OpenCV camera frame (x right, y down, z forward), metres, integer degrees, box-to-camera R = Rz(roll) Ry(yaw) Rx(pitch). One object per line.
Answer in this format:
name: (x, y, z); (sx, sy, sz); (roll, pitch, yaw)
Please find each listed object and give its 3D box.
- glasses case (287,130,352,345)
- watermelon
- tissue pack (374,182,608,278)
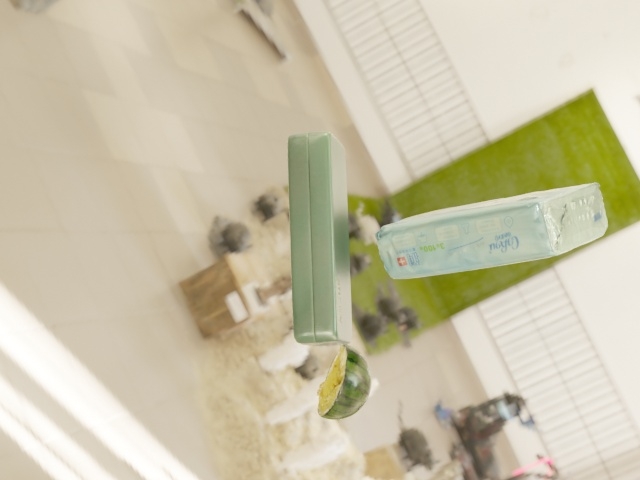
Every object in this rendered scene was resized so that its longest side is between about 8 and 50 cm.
glasses case: (0.000, 0.000, 0.961); (0.078, 0.039, 0.184); (34, 54, -76)
watermelon: (0.037, 0.197, 1.470); (0.062, 0.105, 0.105); (22, 27, -12)
tissue pack: (0.230, -0.010, 1.455); (0.177, 0.263, 0.089); (-17, 96, -51)
